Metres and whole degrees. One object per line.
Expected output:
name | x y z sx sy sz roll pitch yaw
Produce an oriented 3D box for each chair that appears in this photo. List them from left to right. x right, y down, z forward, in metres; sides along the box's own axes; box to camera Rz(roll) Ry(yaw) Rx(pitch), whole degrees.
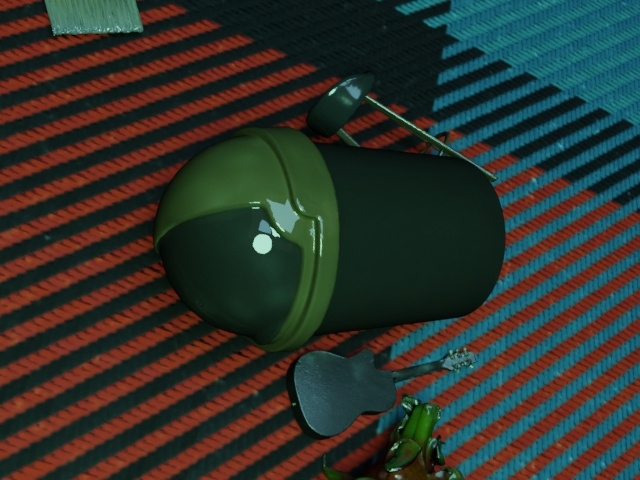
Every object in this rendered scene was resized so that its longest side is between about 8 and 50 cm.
chair | 0.091 -0.117 1.046 0.221 0.104 0.095 33 34 -16

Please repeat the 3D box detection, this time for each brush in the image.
brush | -0.275 -0.346 1.001 0.103 0.013 0.272 -10 74 -29

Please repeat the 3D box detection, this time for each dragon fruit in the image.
dragon fruit | 0.072 0.251 0.865 0.137 0.135 0.236 9 58 -19

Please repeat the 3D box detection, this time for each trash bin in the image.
trash bin | 0.000 0.000 0.885 0.333 0.214 0.214 2 69 -34

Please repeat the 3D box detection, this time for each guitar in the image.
guitar | 0.073 0.147 0.965 0.233 0.025 0.088 -9 73 -28
